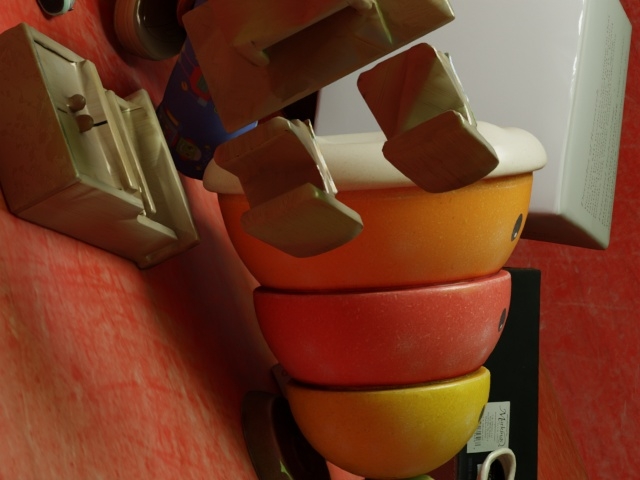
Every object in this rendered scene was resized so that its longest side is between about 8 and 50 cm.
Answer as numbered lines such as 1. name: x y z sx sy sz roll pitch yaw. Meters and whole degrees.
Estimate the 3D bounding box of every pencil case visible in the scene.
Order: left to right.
1. pencil case: -0.087 -0.195 1.704 0.119 0.306 0.133 32 50 2

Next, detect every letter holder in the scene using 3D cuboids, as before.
1. letter holder: 0.144 0.181 2.039 0.152 0.214 0.302 1 91 -43

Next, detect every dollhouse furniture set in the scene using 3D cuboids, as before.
1. dollhouse furniture set: -0.070 -0.148 1.451 0.362 0.394 0.256 68 14 17

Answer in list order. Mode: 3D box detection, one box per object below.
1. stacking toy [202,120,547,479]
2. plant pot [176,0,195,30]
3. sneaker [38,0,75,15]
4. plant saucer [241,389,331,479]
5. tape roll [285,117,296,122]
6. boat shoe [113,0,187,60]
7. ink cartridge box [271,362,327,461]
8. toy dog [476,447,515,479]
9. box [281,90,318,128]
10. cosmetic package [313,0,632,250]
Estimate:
1. stacking toy: 0.068 0.120 1.685 0.350 0.350 0.480 -30 117 -76
2. plant pot: -0.038 -0.340 1.853 0.272 0.272 0.265 48 46 -48
3. sneaker: -0.279 -0.278 1.676 0.069 0.038 0.098 -49 122 -77
4. plant saucer: -0.029 0.228 1.700 0.168 0.029 0.168 58 15 -26
5. tape roll: 0.000 0.000 2.116 0.321 0.077 0.321 58 15 -26
6. boat shoe: -0.190 -0.322 1.933 0.341 0.110 0.122 -74 145 -47
7. ink cartridge box: 0.012 0.175 1.816 0.122 0.088 0.052 65 14 4
8. toy dog: 0.236 0.400 1.838 0.334 0.161 0.220 -50 125 -43
9. box: 0.053 -0.247 2.483 0.167 0.203 0.168 50 19 -44
10. cosmetic package: 0.207 -0.180 2.133 0.393 0.329 0.327 19 78 -70
